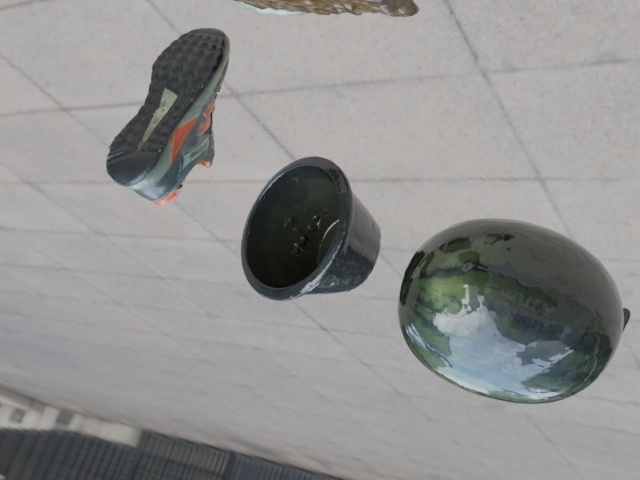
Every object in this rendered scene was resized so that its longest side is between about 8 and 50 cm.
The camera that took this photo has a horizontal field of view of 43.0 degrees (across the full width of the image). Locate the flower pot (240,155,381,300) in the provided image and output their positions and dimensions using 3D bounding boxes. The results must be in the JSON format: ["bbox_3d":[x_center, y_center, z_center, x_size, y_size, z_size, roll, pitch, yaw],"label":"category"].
[{"bbox_3d":[0.000,0.000,1.469,0.269,0.268,0.166,-4,158,44],"label":"flower pot"}]

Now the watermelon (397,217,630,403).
[{"bbox_3d":[0.296,0.108,1.233,0.360,0.278,0.279,18,159,-13],"label":"watermelon"}]

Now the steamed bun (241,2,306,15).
[{"bbox_3d":[-0.016,-0.544,1.298,0.247,0.339,0.352,-14,-178,-37],"label":"steamed bun"}]

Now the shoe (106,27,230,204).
[{"bbox_3d":[-0.225,-0.200,1.399,0.132,0.336,0.171,13,157,28],"label":"shoe"}]

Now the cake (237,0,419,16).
[{"bbox_3d":[-0.055,-0.338,0.650,0.282,0.290,0.256,2,-166,-44],"label":"cake"}]
